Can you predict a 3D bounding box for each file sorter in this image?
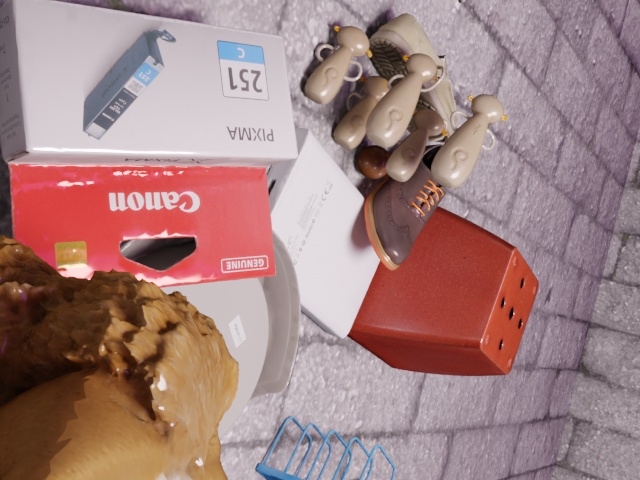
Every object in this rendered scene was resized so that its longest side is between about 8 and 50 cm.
[{"bbox_3d":[0.014,0.355,1.194,0.104,0.170,0.118,-62,144,-28],"label":"file sorter"}]

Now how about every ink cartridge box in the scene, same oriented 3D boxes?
[{"bbox_3d":[-0.154,-0.084,0.761,0.296,0.066,0.261,-4,87,-41],"label":"ink cartridge box"}]

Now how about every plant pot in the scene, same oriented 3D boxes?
[{"bbox_3d":[0.227,0.101,1.356,0.267,0.236,0.267,41,67,-54],"label":"plant pot"}]

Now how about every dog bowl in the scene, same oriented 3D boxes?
[{"bbox_3d":[-0.166,0.128,0.907,0.349,0.102,0.348,-26,123,-50],"label":"dog bowl"}]

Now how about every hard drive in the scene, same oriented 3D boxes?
[{"bbox_3d":[0.000,0.000,1.161,0.307,0.040,0.203,46,63,-52],"label":"hard drive"}]

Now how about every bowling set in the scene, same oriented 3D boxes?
[{"bbox_3d":[0.106,-0.190,1.169,0.154,0.287,0.200,-58,-174,-15],"label":"bowling set"}]

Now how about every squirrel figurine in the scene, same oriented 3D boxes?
[{"bbox_3d":[-0.261,0.197,0.601,0.281,0.371,0.396,42,45,-51],"label":"squirrel figurine"}]

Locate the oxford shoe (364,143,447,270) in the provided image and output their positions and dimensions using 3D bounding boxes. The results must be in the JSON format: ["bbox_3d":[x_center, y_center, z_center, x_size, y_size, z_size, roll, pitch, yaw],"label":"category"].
[{"bbox_3d":[0.141,-0.066,1.224,0.097,0.098,0.271,47,39,-27],"label":"oxford shoe"}]

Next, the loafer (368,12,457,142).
[{"bbox_3d":[0.168,-0.260,1.262,0.092,0.102,0.268,-58,142,-16],"label":"loafer"}]
